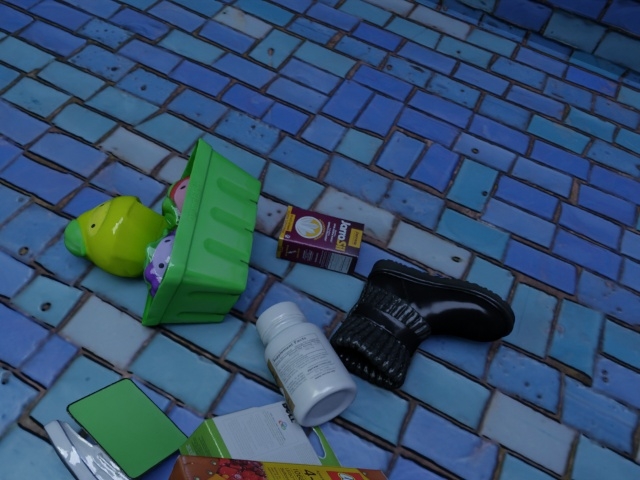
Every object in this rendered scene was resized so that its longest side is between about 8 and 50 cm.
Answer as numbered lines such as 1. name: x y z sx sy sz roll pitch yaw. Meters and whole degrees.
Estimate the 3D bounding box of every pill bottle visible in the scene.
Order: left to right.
1. pill bottle: -0.037 0.238 1.145 0.131 0.131 0.229 -19 51 -22

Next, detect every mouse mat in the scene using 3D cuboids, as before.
1. mouse mat: -0.348 0.337 1.054 0.190 0.007 0.152 37 24 18

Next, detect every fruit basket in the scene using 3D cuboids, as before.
1. fruit basket: -0.341 -0.019 1.222 0.392 0.283 0.392 15 52 -21

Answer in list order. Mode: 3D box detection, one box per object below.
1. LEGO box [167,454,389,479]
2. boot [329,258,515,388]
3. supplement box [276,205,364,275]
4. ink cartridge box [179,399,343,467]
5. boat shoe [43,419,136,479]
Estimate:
1. LEGO box: 0.022 0.502 0.688 0.372 0.193 0.500 17 10 -30
2. boot: 0.216 0.200 1.216 0.348 0.131 0.260 16 46 15
3. supplement box: 0.000 0.000 1.357 0.188 0.081 0.104 13 53 0
4. ink cartridge box: -0.096 0.406 1.053 0.255 0.097 0.189 4 44 -51
5. boat shoe: -0.376 0.402 1.010 0.258 0.095 0.084 45 55 9
